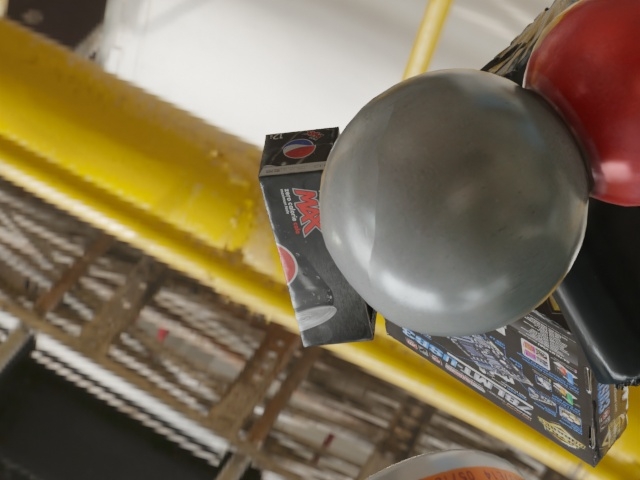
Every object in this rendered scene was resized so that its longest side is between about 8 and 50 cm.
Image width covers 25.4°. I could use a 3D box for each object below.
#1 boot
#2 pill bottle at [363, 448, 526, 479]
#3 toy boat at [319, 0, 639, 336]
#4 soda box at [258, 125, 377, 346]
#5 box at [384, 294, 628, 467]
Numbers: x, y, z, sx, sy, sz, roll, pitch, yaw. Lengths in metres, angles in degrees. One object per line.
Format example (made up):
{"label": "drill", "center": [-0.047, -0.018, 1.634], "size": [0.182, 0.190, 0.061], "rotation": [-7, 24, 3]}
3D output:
{"label": "boot", "center": [0.202, -0.056, 0.857], "size": [0.246, 0.094, 0.207], "rotation": [-42, -78, -21]}
{"label": "pill bottle", "center": [0.141, 0.366, 1.038], "size": [0.224, 0.224, 0.392], "rotation": [-7, -137, -24]}
{"label": "toy boat", "center": [0.131, 0.079, 0.375], "size": [0.148, 0.267, 0.318], "rotation": [-31, -86, -10]}
{"label": "soda box", "center": [0.000, 0.000, 1.052], "size": [0.060, 0.169, 0.053], "rotation": [-6, -142, 10]}
{"label": "box", "center": [0.178, 0.078, 1.465], "size": [0.295, 0.293, 0.073], "rotation": [33, -109, 29]}
